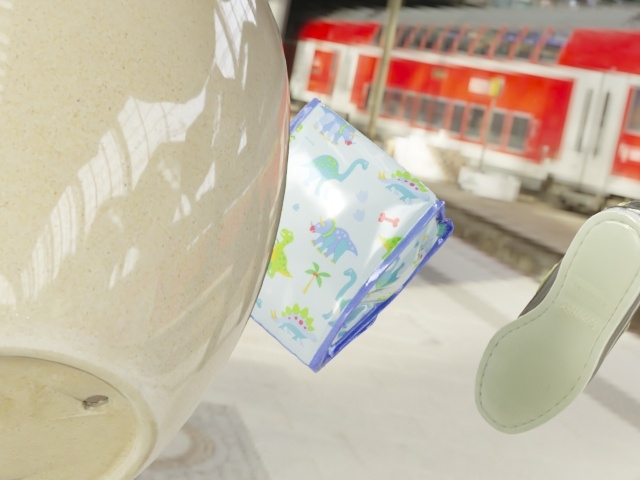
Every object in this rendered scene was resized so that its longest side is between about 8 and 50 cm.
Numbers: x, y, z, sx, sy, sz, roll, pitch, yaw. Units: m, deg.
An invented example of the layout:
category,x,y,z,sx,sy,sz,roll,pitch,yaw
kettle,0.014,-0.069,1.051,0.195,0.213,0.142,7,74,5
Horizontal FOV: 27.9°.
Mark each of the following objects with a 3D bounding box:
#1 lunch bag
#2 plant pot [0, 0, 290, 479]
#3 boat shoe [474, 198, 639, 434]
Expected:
category,x,y,z,sx,sy,sz,roll,pitch,yaw
lunch bag,0.000,0.000,0.927,0.129,0.151,0.096,40,-4,18
plant pot,-0.140,0.007,0.545,0.284,0.284,0.191,7,47,-24
boat shoe,0.199,0.062,1.007,0.081,0.227,0.069,42,35,16
